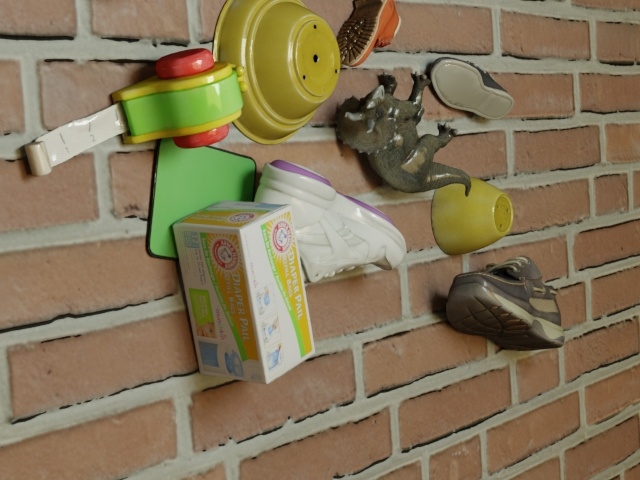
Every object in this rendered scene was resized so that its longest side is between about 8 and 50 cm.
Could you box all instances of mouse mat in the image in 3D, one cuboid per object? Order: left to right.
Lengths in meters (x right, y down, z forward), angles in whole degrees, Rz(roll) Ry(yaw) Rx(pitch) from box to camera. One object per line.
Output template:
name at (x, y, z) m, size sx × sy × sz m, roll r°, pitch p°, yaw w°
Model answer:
mouse mat at (-0.146, -0.045, 1.604) m, size 0.190 × 0.007 × 0.152 m, roll 12°, pitch 81°, yaw -52°

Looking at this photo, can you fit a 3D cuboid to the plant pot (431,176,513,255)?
plant pot at (0.254, -0.042, 2.064) m, size 0.134 × 0.095 × 0.134 m, roll 0°, pitch 90°, yaw -53°

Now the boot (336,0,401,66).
boot at (0.075, -0.297, 1.856) m, size 0.084 × 0.059 × 0.158 m, roll 57°, pitch 47°, yaw -43°

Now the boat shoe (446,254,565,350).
boat shoe at (0.303, 0.094, 2.128) m, size 0.355 × 0.132 × 0.130 m, roll 31°, pitch 56°, yaw -59°

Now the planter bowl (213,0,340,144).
planter bowl at (-0.037, -0.236, 1.677) m, size 0.217 × 0.090 × 0.217 m, roll 0°, pitch 90°, yaw -54°

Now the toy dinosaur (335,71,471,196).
toy dinosaur at (0.116, -0.147, 1.889) m, size 0.160 × 0.121 × 0.313 m, roll -57°, pitch 138°, yaw -19°

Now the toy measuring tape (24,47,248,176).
toy measuring tape at (-0.184, -0.145, 1.462) m, size 0.330 × 0.121 × 0.121 m, roll -33°, pitch 116°, yaw -48°

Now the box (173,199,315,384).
box at (-0.093, 0.061, 1.580) m, size 0.103 × 0.114 × 0.203 m, roll -29°, pitch 115°, yaw -49°

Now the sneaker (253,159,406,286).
sneaker at (0.000, 0.000, 1.740) m, size 0.305 × 0.114 × 0.152 m, roll 27°, pitch 85°, yaw -48°

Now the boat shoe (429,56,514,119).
boat shoe at (0.236, -0.257, 2.084) m, size 0.206 × 0.075 × 0.065 m, roll 21°, pitch 31°, yaw -46°
